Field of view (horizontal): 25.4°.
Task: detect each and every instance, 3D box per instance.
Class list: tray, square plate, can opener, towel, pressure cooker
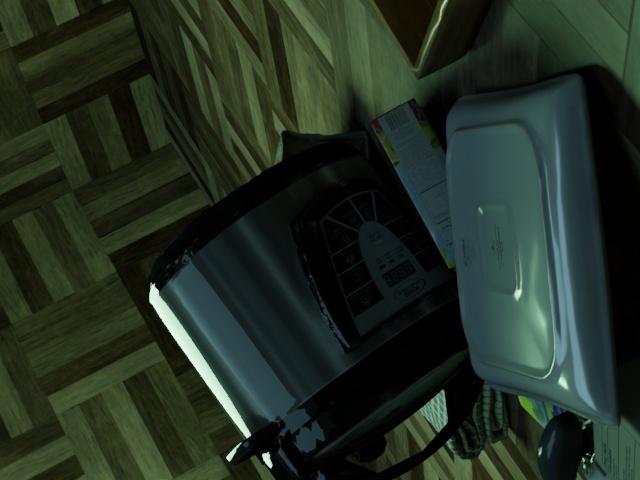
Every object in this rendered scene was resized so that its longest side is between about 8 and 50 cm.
[{"bbox_3d":[0.108,-0.335,1.441,0.202,0.076,0.411,60,170,11],"label":"tray"},{"bbox_3d":[0.209,0.009,1.512,0.344,0.049,0.347,-174,78,-74],"label":"square plate"},{"bbox_3d":[0.303,0.180,1.548,0.076,0.095,0.283,55,153,38],"label":"can opener"},{"bbox_3d":[0.179,0.178,2.208,0.235,0.121,0.283,51,164,44],"label":"towel"},{"bbox_3d":[0.019,0.122,1.916,0.420,0.370,0.375,55,-169,9],"label":"pressure cooker"}]

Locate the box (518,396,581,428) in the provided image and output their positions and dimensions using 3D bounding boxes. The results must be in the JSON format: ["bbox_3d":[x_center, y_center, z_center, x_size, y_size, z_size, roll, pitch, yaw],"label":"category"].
[{"bbox_3d":[0.313,0.216,1.883,0.178,0.042,0.109,47,162,57],"label":"box"}]

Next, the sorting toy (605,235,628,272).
[{"bbox_3d":[0.238,-0.038,1.621,0.229,0.041,0.307,64,169,-8],"label":"sorting toy"}]

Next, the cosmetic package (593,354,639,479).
[{"bbox_3d":[0.401,0.261,1.395,0.309,0.113,0.160,55,166,38],"label":"cosmetic package"}]

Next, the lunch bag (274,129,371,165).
[{"bbox_3d":[0.000,0.000,2.252,0.235,0.169,0.287,98,171,-72],"label":"lunch bag"}]

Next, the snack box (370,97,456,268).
[{"bbox_3d":[0.147,-0.066,1.790,0.207,0.070,0.174,61,-173,7],"label":"snack box"}]
